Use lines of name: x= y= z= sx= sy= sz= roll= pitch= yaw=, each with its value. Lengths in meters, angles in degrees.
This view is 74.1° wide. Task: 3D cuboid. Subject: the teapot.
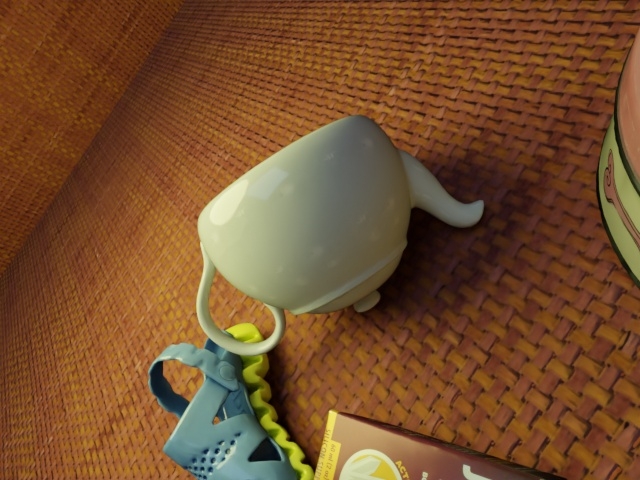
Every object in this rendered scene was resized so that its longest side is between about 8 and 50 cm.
teapot: x=0.000 y=0.000 z=0.476 sx=0.252 sy=0.187 sz=0.256 roll=-34 pitch=5 yaw=-38

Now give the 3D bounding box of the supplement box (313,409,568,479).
supplement box: x=0.088 y=0.218 z=0.347 sx=0.188 sy=0.080 sz=0.104 roll=-1 pitch=66 yaw=40

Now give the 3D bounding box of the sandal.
sandal: x=-0.108 y=0.223 z=0.463 sx=0.126 sy=0.138 sz=0.317 roll=-59 pitch=40 yaw=20

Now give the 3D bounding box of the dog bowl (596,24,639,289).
dog bowl: x=0.377 y=-0.090 z=0.224 sx=0.407 sy=0.150 sz=0.409 roll=-21 pitch=55 yaw=32
